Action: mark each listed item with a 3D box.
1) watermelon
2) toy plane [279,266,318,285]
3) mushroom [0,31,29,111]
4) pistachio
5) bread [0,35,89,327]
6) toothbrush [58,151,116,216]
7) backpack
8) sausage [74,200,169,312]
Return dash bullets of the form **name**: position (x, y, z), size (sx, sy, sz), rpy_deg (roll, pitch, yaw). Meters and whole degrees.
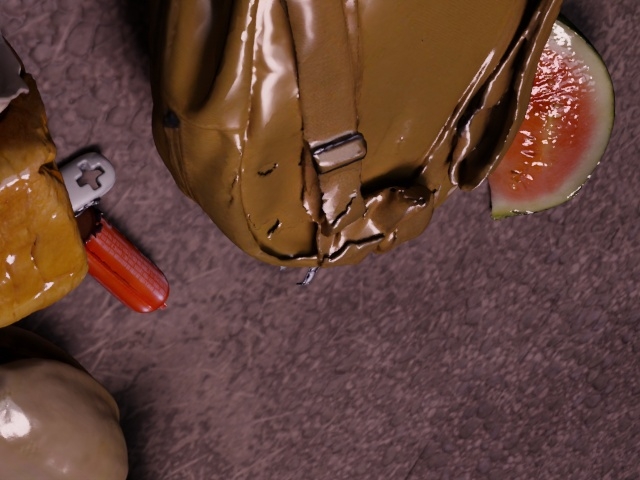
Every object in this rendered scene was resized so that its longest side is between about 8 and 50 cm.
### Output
- **watermelon**: position (0.193, -0.114, 1.600), size (0.119, 0.063, 0.245), rpy_deg (-15, 136, -13)
- **toy plane**: position (0.000, 0.000, 1.547), size (0.083, 0.031, 0.078), rpy_deg (-12, 119, -30)
- **mushroom**: position (-0.284, -0.094, 1.034), size (0.173, 0.162, 0.236), rpy_deg (-37, -176, 14)
- **pistachio**: position (-0.226, 0.141, 1.394), size (0.131, 0.129, 0.206), rpy_deg (-55, 142, -11)
- **bread**: position (-0.242, -0.032, 1.221), size (0.143, 0.149, 0.158), rpy_deg (-26, 144, -19)
- **toothbrush**: position (-0.323, 0.051, 1.298), size (0.418, 0.042, 0.040), rpy_deg (-33, 180, -14)
- **backpack**: position (0.017, -0.156, 1.280), size (0.353, 0.201, 0.378), rpy_deg (-11, 133, -34)
- **sausage**: position (-0.154, 0.020, 1.416), size (0.050, 0.048, 0.145), rpy_deg (-24, 144, 13)
